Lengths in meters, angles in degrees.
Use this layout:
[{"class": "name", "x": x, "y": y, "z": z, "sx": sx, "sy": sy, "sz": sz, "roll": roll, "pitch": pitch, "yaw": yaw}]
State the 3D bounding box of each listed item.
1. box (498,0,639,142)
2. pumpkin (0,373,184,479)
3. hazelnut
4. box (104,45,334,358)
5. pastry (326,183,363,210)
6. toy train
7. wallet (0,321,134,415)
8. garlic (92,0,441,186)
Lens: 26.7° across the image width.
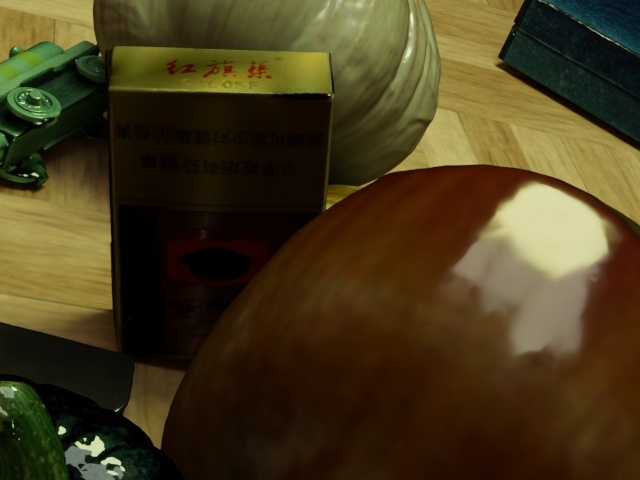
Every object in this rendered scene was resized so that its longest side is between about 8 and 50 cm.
[{"class": "box", "x": 0.408, "y": -0.241, "z": 1.731, "sx": 0.261, "sy": 0.116, "sz": 0.279, "roll": 35, "pitch": 34, "yaw": 17}, {"class": "pumpkin", "x": -0.167, "y": 0.162, "z": 0.673, "sx": 0.248, "sy": 0.248, "sz": 0.248, "roll": 16, "pitch": 33, "yaw": -11}, {"class": "hazelnut", "x": 0.090, "y": 0.124, "z": 0.839, "sx": 0.366, "sy": 0.366, "sz": 0.366, "roll": 16, "pitch": 33, "yaw": -11}, {"class": "box", "x": -0.075, "y": -0.021, "z": 0.974, "sx": 0.159, "sy": 0.240, "sz": 0.071, "roll": 1, "pitch": 37, "yaw": -6}, {"class": "pastry", "x": 0.000, "y": 0.000, "z": 1.116, "sx": 0.156, "sy": 0.092, "sz": 0.156, "roll": 1, "pitch": 7, "yaw": 0}, {"class": "toy train", "x": -0.260, "y": -0.126, "z": 1.192, "sx": 0.132, "sy": 0.083, "sz": 0.200, "roll": 27, "pitch": 31, "yaw": 13}, {"class": "wallet", "x": -0.211, "y": 0.089, "z": 0.963, "sx": 0.156, "sy": 0.018, "sz": 0.082, "roll": 15, "pitch": 32, "yaw": -12}, {"class": "garlic", "x": -0.038, "y": -0.189, "z": 1.199, "sx": 0.317, "sy": 0.317, "sz": 0.259, "roll": 28, "pitch": 74, "yaw": 9}]
